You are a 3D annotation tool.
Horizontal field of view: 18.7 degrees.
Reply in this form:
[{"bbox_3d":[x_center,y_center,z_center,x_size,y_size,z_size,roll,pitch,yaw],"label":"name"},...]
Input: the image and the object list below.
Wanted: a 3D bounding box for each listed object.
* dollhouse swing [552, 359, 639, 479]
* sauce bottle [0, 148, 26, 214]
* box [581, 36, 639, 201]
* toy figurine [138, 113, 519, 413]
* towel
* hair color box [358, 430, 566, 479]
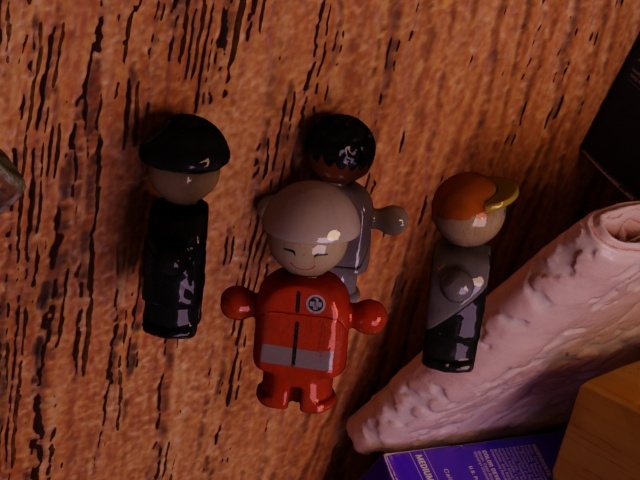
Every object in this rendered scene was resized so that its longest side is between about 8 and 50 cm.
[{"bbox_3d":[0.390,0.223,1.506,0.347,0.315,0.305,-16,115,-30],"label":"dollhouse swing"},{"bbox_3d":[-0.329,0.047,1.118,0.344,0.111,0.111,-41,140,1],"label":"sauce bottle"},{"bbox_3d":[0.323,-0.120,1.483,0.153,0.108,0.207,4,123,-40],"label":"box"},{"bbox_3d":[0.000,0.000,1.263,0.209,0.213,0.148,-10,114,-36],"label":"toy figurine"},{"bbox_3d":[0.226,0.072,1.524,0.317,0.053,0.332,-2,150,-37],"label":"towel"},{"bbox_3d":[0.160,0.252,1.648,0.339,0.110,0.185,-4,146,-37],"label":"hair color box"}]
